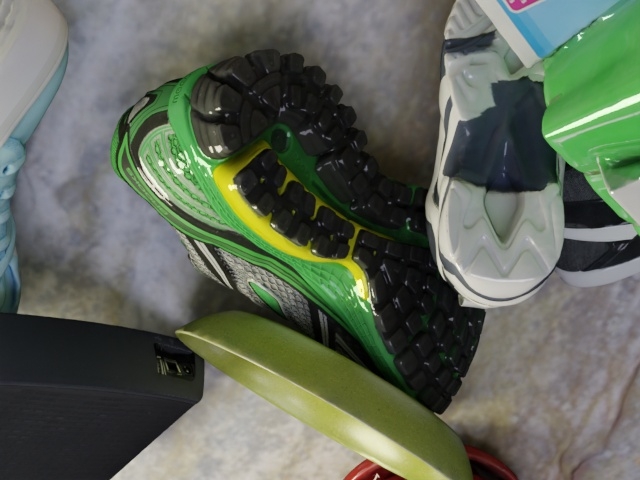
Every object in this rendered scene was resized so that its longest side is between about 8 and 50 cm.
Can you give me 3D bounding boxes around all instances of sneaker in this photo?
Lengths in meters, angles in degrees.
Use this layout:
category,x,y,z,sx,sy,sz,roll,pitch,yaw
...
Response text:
category,x,y,z,sx,sy,sz,roll,pitch,yaw
sneaker,0.241,-0.051,0.851,0.217,0.079,0.121,-22,124,15
sneaker,-0.249,-0.015,0.850,0.150,0.135,0.366,21,126,-40
sneaker,0.113,-0.063,0.808,0.094,0.235,0.153,3,163,-2
sneaker,0.000,0.000,0.873,0.146,0.134,0.343,-2,142,43

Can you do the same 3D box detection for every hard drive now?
category,x,y,z,sx,sy,sz,roll,pitch,yaw
hard drive,-0.210,0.124,0.903,0.172,0.054,0.255,-42,149,24

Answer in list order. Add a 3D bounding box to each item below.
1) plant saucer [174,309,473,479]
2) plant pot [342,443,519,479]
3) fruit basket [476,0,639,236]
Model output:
category,x,y,z,sx,sy,sz,roll,pitch,yaw
plant saucer,0.009,0.111,0.903,0.241,0.241,0.037,35,77,-24
plant pot,0.091,0.265,1.011,0.191,0.174,0.191,-1,126,-1
fruit basket,0.300,-0.089,0.626,0.353,0.165,0.327,-15,137,40
